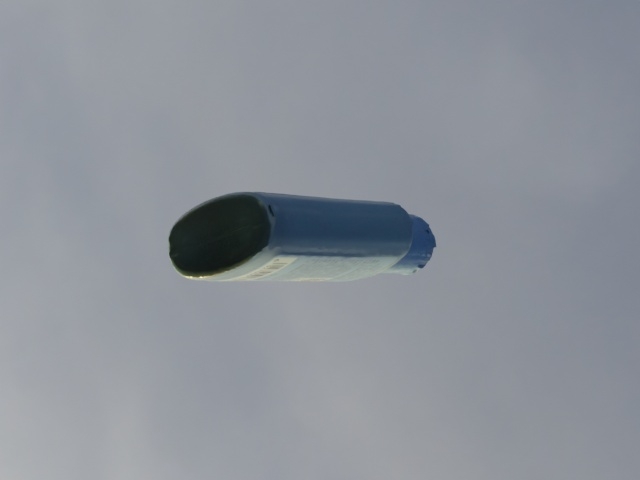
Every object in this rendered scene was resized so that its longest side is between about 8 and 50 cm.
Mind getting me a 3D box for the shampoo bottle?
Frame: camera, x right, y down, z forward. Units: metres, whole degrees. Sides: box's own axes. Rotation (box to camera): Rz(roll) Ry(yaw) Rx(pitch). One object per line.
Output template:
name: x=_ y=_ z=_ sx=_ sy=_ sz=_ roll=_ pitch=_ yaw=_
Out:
shampoo bottle: x=0.000 y=0.000 z=1.350 sx=0.104 sy=0.258 sz=0.061 roll=-19 pitch=-103 yaw=35
